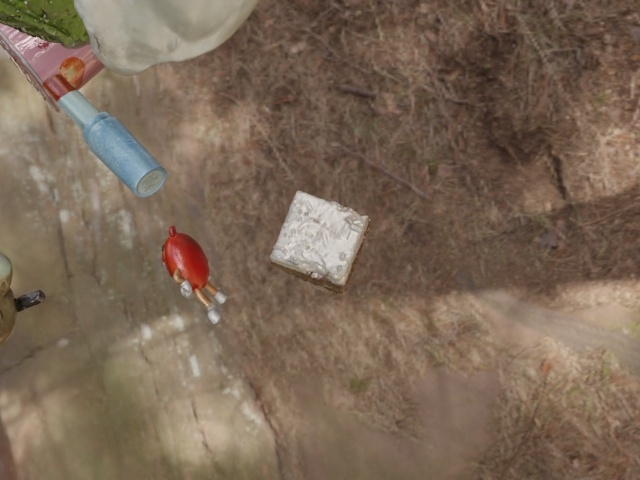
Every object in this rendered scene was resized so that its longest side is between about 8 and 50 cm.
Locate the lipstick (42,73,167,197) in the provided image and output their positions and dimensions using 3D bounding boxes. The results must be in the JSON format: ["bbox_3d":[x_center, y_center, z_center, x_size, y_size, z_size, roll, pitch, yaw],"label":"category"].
[{"bbox_3d":[-0.344,-0.173,1.246,0.274,0.061,0.068,44,148,22],"label":"lipstick"}]

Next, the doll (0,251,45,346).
[{"bbox_3d":[-0.607,0.116,1.237,0.174,0.330,0.235,70,-162,-58],"label":"doll"}]

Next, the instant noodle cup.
[{"bbox_3d":[-0.545,-0.434,1.709,0.243,0.231,0.243,47,167,14],"label":"instant noodle cup"}]

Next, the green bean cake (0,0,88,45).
[{"bbox_3d":[-0.398,-0.393,1.115,0.113,0.214,0.200,20,92,42],"label":"green bean cake"}]

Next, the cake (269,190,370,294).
[{"bbox_3d":[0.000,0.000,1.249,0.147,0.135,0.134,90,-159,-76],"label":"cake"}]

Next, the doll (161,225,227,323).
[{"bbox_3d":[-0.286,0.070,1.781,0.085,0.183,0.217,-29,107,12],"label":"doll"}]

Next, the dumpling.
[{"bbox_3d":[-0.143,-0.286,0.697,0.175,0.227,0.243,-24,43,9],"label":"dumpling"}]
